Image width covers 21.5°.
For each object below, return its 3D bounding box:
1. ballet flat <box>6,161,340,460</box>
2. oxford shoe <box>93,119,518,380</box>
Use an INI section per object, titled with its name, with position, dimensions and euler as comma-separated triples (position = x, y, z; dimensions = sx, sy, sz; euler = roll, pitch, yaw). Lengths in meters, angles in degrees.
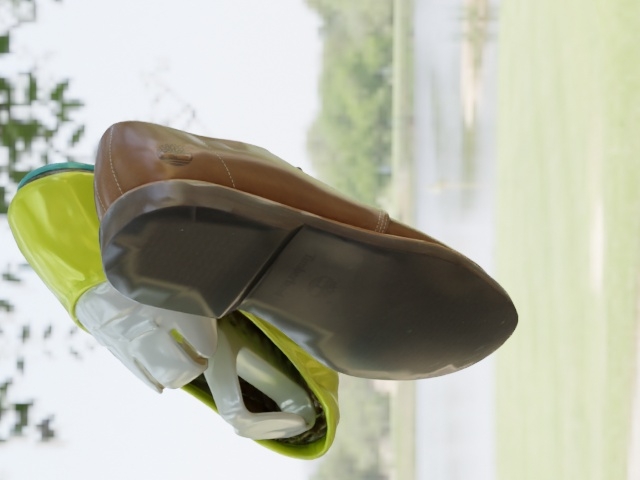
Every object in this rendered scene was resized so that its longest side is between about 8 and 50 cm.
[ballet flat]
position = -0.056, 0.044, 0.790
dimensions = 0.231, 0.077, 0.077
euler = 40, -150, -48
[oxford shoe]
position = 0.000, 0.000, 0.689
dimensions = 0.076, 0.212, 0.076
euler = -44, 43, 25
